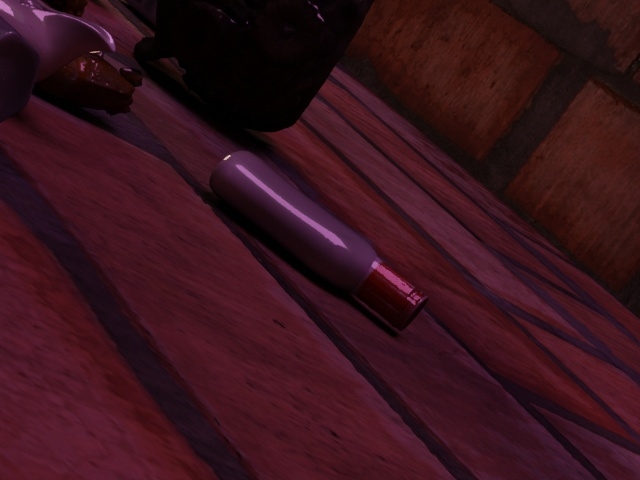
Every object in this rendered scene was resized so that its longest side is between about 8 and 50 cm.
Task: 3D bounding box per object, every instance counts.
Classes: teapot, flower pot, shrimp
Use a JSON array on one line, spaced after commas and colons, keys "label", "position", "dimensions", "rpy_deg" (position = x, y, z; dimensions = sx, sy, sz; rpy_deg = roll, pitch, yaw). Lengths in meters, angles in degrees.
[{"label": "teapot", "position": [-0.274, -0.180, 1.311], "dimensions": [0.226, 0.092, 0.145], "rpy_deg": [34, 7, -6]}, {"label": "flower pot", "position": [-0.064, -0.278, 1.968], "dimensions": [0.213, 0.302, 0.302], "rpy_deg": [32, 9, -4]}, {"label": "shrimp", "position": [-0.237, -0.165, 1.488], "dimensions": [0.187, 0.051, 0.132], "rpy_deg": [26, 14, -36]}]

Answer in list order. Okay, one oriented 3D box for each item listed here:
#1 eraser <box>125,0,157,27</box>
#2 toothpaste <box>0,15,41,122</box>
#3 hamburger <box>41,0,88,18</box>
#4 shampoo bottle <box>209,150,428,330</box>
[{"label": "eraser", "position": [-0.178, -0.299, 2.333], "dimensions": [0.210, 0.068, 0.124], "rpy_deg": [43, 9, 33]}, {"label": "toothpaste", "position": [-0.349, -0.194, 1.220], "dimensions": [0.371, 0.080, 0.125], "rpy_deg": [33, 10, 31]}, {"label": "hamburger", "position": [-0.298, -0.264, 1.679], "dimensions": [0.147, 0.083, 0.138], "rpy_deg": [35, 5, -20]}, {"label": "shampoo bottle", "position": [0.000, 0.000, 1.537], "dimensions": [0.221, 0.051, 0.108], "rpy_deg": [38, 7, 11]}]
